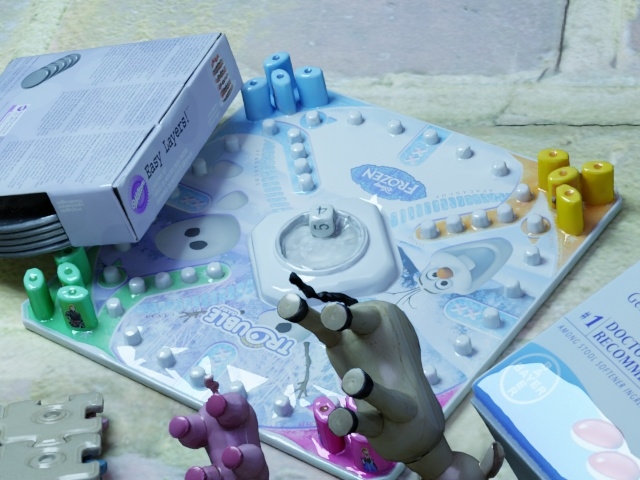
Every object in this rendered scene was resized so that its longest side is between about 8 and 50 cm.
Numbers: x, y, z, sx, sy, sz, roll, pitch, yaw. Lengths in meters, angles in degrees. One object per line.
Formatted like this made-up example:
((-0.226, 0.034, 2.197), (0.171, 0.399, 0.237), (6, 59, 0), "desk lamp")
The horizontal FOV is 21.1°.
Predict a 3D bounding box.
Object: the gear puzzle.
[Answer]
((-0.330, 0.187, 1.306), (0.339, 0.044, 0.175), (-7, 19, -4), "gear puzzle")

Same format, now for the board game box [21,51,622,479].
((0.000, 0.000, 1.485), (0.390, 0.050, 0.390), (22, 50, 30), "board game box")

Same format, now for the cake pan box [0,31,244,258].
((-0.228, -0.087, 1.562), (0.246, 0.070, 0.267), (-6, 34, 27), "cake pan box")

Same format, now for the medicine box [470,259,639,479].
((0.297, 0.125, 1.128), (0.289, 0.149, 0.263), (-36, 40, -5), "medicine box")

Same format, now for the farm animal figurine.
((0.041, 0.226, 1.112), (0.327, 0.172, 0.330), (29, 92, 34), "farm animal figurine")
